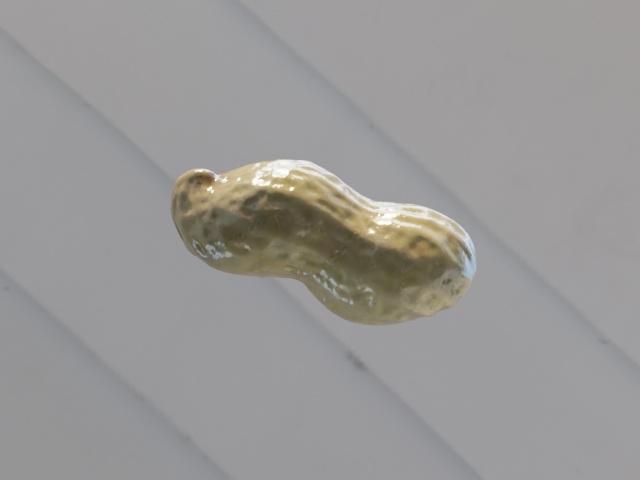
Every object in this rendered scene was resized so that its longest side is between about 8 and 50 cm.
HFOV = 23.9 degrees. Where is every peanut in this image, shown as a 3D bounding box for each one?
[{"bbox_3d":[0.000,0.000,0.898,0.187,0.082,0.082,20,-91,2],"label":"peanut"}]
